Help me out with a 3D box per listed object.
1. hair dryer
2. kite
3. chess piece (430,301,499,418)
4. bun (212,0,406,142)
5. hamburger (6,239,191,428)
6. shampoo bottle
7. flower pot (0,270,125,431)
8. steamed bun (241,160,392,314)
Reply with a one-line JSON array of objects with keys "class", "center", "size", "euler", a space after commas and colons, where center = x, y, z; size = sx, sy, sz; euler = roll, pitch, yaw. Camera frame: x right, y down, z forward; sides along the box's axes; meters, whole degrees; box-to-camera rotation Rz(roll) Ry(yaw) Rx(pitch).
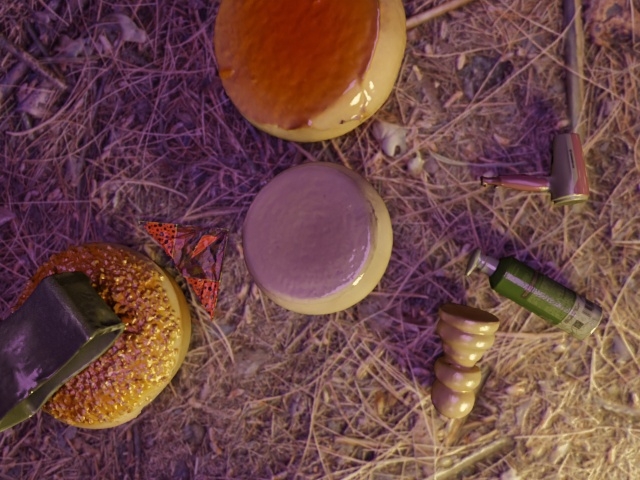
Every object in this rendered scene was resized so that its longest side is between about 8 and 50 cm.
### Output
[{"class": "hair dryer", "center": [0.327, -0.102, 0.848], "size": [0.154, 0.054, 0.106], "euler": [-8, 85, 13]}, {"class": "kite", "center": [-0.204, 0.018, 0.944], "size": [0.125, 0.008, 0.222], "euler": [-37, 86, 7]}, {"class": "chess piece", "center": [0.217, 0.191, 0.852], "size": [0.094, 0.094, 0.171], "euler": [9, 100, 8]}, {"class": "bun", "center": [-0.006, -0.293, 0.833], "size": [0.298, 0.164, 0.299], "euler": [3, 96, 25]}, {"class": "hamburger", "center": [-0.352, 0.149, 0.886], "size": [0.301, 0.170, 0.303], "euler": [0, 91, 9]}, {"class": "shampoo bottle", "center": [0.321, 0.077, 0.841], "size": [0.204, 0.065, 0.065], "euler": [31, 95, 7]}, {"class": "flower pot", "center": [-0.388, 0.152, 0.755], "size": [0.229, 0.103, 0.108], "euler": [-40, 81, 5]}, {"class": "steamed bun", "center": [0.000, 0.000, 0.846], "size": [0.231, 0.145, 0.232], "euler": [-3, 79, 16]}]
